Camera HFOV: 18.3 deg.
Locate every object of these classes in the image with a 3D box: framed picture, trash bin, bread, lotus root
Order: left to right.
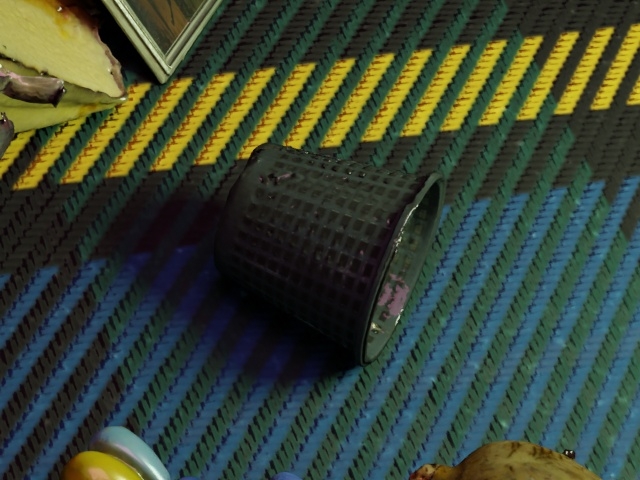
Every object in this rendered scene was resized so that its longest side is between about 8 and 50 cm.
[{"bbox_3d":[-0.270,-0.224,1.762,0.178,0.135,0.240,-16,59,-27],"label":"bread"},{"bbox_3d":[-0.167,-0.298,1.825,0.252,0.014,0.197,55,45,-28],"label":"framed picture"},{"bbox_3d":[0.000,0.000,1.679,0.161,0.175,0.175,20,50,12],"label":"trash bin"},{"bbox_3d":[0.176,0.241,1.561,0.257,0.140,0.154,25,58,-6],"label":"lotus root"}]

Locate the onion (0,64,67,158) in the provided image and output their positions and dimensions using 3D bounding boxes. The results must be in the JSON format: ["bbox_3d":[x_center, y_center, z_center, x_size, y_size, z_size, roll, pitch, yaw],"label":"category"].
[{"bbox_3d":[-0.390,-0.088,1.538,0.230,0.256,0.272,42,13,0],"label":"onion"}]

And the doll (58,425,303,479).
[{"bbox_3d":[-0.050,0.304,1.411,0.376,0.187,0.365,16,57,-29],"label":"doll"}]
